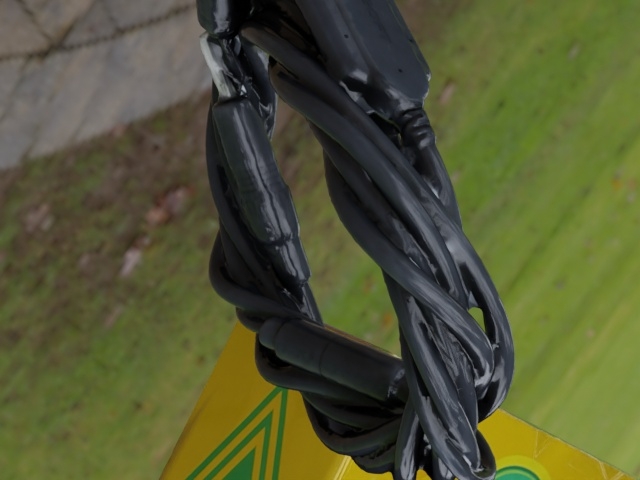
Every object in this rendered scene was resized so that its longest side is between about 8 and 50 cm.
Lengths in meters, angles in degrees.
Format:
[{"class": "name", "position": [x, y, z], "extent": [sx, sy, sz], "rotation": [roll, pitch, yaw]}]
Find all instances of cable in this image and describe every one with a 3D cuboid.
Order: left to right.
[{"class": "cable", "position": [0.000, 0.000, 0.546], "extent": [0.047, 0.184, 0.150], "rotation": [-13, 151, -25]}]

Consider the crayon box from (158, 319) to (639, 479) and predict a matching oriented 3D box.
[{"class": "crayon box", "position": [0.053, 0.236, 0.819], "extent": [0.363, 0.106, 0.313], "rotation": [29, 87, -40]}]
